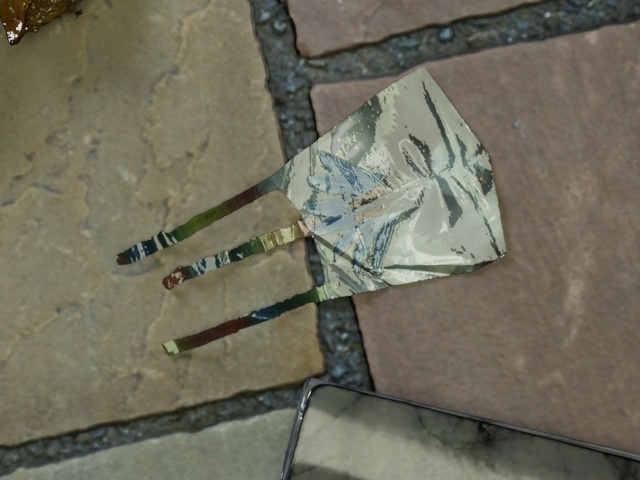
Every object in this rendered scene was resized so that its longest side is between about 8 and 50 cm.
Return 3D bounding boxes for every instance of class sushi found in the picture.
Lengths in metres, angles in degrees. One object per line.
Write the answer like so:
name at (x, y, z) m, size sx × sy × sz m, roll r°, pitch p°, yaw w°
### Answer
sushi at (-0.211, -0.202, 1.536) m, size 0.060 × 0.061 × 0.118 m, roll 41°, pitch 89°, yaw 8°

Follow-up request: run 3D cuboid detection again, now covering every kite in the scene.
kite at (0.000, 0.000, 1.581) m, size 0.310 × 0.015 × 0.169 m, roll -29°, pitch 95°, yaw -2°

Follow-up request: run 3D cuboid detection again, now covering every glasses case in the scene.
glasses case at (0.120, 0.198, 1.574) m, size 0.299 × 0.060 × 0.114 m, roll 13°, pitch 92°, yaw -3°
